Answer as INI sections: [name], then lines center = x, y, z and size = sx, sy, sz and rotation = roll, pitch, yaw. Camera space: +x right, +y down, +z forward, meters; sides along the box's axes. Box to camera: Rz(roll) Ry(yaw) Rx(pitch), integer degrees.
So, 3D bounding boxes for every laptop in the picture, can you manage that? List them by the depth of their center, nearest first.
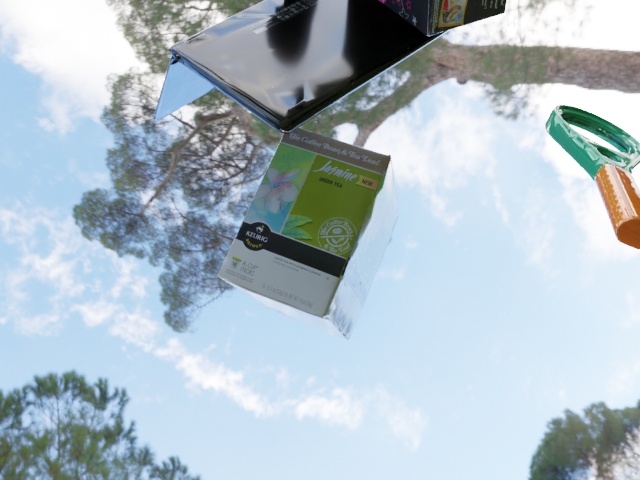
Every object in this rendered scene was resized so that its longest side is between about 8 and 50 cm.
[laptop]
center = -0.050, -0.291, 0.962
size = 0.382, 0.408, 0.236
rotation = -38, -30, -25

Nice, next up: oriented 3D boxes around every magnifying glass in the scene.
[magnifying glass]
center = 0.241, -0.062, 0.465
size = 0.092, 0.231, 0.026
rotation = 24, -57, 1

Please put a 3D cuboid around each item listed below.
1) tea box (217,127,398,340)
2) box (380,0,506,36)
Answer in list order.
[tea box]
center = 0.000, 0.000, 1.123
size = 0.329, 0.220, 0.323
rotation = 57, -127, -71
[box]
center = 0.156, -0.441, 0.808
size = 0.142, 0.247, 0.163
rotation = -22, -41, -15
